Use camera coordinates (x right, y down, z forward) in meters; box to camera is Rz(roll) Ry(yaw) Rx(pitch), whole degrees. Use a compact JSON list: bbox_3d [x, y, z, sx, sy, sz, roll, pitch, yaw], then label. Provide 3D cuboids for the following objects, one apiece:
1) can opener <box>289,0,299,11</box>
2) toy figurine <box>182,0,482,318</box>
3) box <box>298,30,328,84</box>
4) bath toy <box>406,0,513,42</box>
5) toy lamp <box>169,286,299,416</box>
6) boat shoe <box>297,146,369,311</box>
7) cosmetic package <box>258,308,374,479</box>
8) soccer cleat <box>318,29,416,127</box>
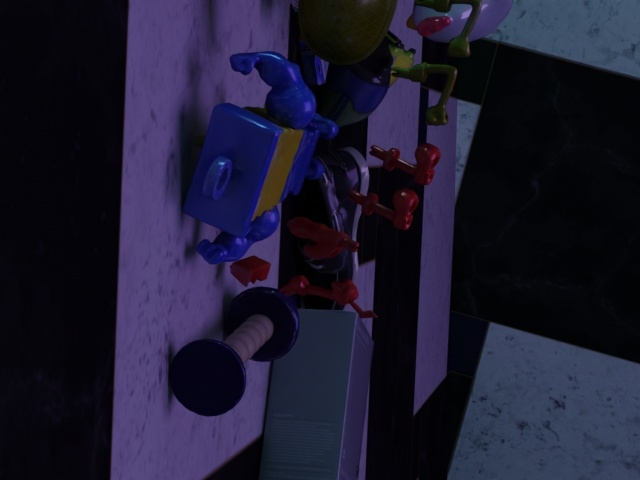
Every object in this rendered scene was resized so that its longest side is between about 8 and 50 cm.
[{"bbox_3d":[0.006,-0.319,1.930,0.093,0.074,0.280,-51,-171,25],"label":"can opener"},{"bbox_3d":[-0.021,-0.085,1.556,0.217,0.191,0.362,-21,136,-59],"label":"toy figurine"},{"bbox_3d":[-0.003,-0.255,2.096,0.081,0.028,0.136,79,19,-55],"label":"box"},{"bbox_3d":[0.084,-0.365,1.903,0.129,0.151,0.348,-40,108,-40],"label":"bath toy"},{"bbox_3d":[-0.075,0.096,1.655,0.274,0.080,0.080,-35,128,-75],"label":"toy lamp"},{"bbox_3d":[0.000,0.000,2.115,0.079,0.084,0.233,-16,123,-39],"label":"boat shoe"},{"bbox_3d":[-0.005,0.207,2.012,0.127,0.107,0.238,58,39,-68],"label":"cosmetic package"},{"bbox_3d":[0.054,-0.220,2.302,0.121,0.093,0.289,-54,180,20],"label":"soccer cleat"}]
